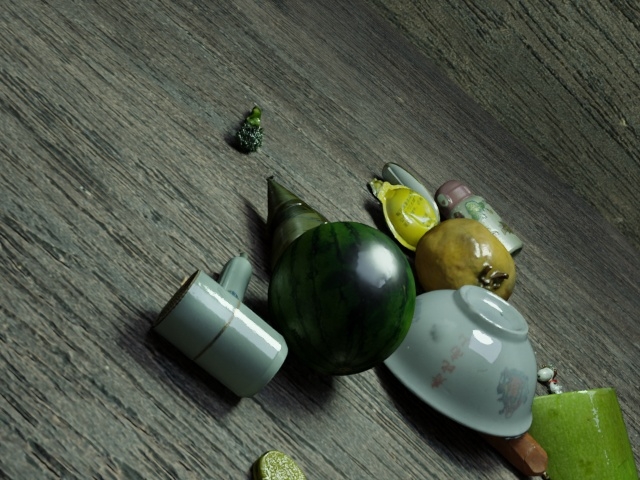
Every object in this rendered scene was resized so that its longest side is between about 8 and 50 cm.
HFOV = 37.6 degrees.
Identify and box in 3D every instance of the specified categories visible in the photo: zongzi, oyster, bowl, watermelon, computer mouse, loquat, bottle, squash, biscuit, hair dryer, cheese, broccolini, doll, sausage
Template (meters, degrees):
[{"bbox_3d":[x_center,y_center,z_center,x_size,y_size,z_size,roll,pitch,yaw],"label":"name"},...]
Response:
[{"bbox_3d":[0.000,0.000,1.723,0.221,0.112,0.242,26,29,-31],"label":"zongzi"},{"bbox_3d":[0.169,-0.098,2.228,0.121,0.045,0.146,10,38,-29],"label":"oyster"},{"bbox_3d":[0.275,0.183,1.707,0.345,0.157,0.345,25,22,-11],"label":"bowl"},{"bbox_3d":[0.032,0.089,1.476,0.242,0.242,0.242,34,26,-20],"label":"watermelon"},{"bbox_3d":[0.222,-0.108,2.263,0.199,0.045,0.102,51,-19,16],"label":"computer mouse"},{"bbox_3d":[0.306,0.060,1.996,0.238,0.193,0.238,50,2,-2],"label":"loquat"},{"bbox_3d":[0.386,-0.043,2.365,0.253,0.120,0.120,50,25,17],"label":"bottle"},{"bbox_3d":[0.516,0.453,1.844,0.233,0.210,0.309,9,70,-53],"label":"squash"},{"bbox_3d":[-0.052,0.317,1.246,0.084,0.023,0.084,34,27,-20],"label":"biscuit"},{"bbox_3d":[-0.128,0.088,1.429,0.173,0.107,0.357,41,18,-11],"label":"hair dryer"},{"bbox_3d":[0.230,-0.025,2.137,0.270,0.069,0.177,43,42,-13],"label":"cheese"},{"bbox_3d":[-0.137,-0.234,1.969,0.058,0.067,0.216,42,16,-12],"label":"broccolini"},{"bbox_3d":[0.515,0.314,2.088,0.085,0.040,0.058,47,37,17],"label":"doll"},{"bbox_3d":[0.354,0.370,1.724,0.169,0.065,0.065,42,25,-2],"label":"sausage"}]
